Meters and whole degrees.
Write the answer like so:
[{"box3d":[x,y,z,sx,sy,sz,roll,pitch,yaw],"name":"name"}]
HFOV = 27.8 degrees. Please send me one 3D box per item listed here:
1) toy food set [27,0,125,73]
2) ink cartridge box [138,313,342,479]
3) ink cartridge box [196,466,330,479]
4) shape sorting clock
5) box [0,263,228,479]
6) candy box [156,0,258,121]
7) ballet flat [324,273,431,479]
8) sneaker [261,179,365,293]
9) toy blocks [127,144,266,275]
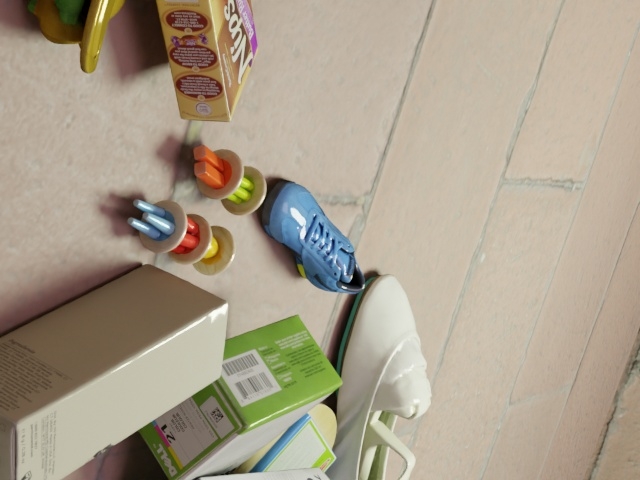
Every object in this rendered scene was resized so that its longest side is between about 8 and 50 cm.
[{"box3d":[-0.176,-0.242,0.999,0.128,0.071,0.218,-83,-167,-72],"name":"toy food set"},{"box3d":[-0.128,0.204,1.409,0.255,0.097,0.189,-41,166,31],"name":"ink cartridge box"},{"box3d":[-0.090,0.336,1.501,0.165,0.065,0.332,-42,155,17],"name":"ink cartridge box"},{"box3d":[-0.055,0.293,1.642,0.206,0.040,0.206,-32,138,-33],"name":"shape sorting clock"},{"box3d":[-0.211,0.121,1.165,0.275,0.113,0.094,-28,133,-48],"name":"box"},{"box3d":[-0.101,-0.208,1.126,0.187,0.053,0.109,81,17,-44],"name":"candy box"},{"box3d":[0.081,0.244,1.749,0.139,0.139,0.400,-14,123,-57],"name":"ballet flat"},{"box3d":[0.000,0.000,1.473,0.069,0.082,0.209,-56,149,-14],"name":"sneaker"},{"box3d":[-0.123,-0.038,1.255,0.123,0.054,0.148,-64,152,-3],"name":"toy blocks"}]
